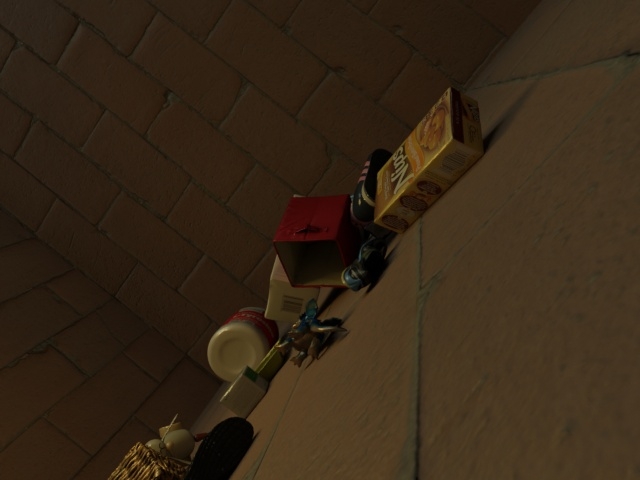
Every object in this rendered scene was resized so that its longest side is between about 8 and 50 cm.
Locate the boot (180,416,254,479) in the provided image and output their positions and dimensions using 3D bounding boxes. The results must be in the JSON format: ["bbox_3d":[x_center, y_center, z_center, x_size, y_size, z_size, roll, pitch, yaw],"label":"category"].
[{"bbox_3d":[-0.241,0.481,1.052,0.246,0.084,0.161,-50,-6,-37],"label":"boot"}]

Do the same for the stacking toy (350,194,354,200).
[{"bbox_3d":[0.126,-0.038,2.221,0.175,0.166,0.301,-36,21,36],"label":"stacking toy"}]

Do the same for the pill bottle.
[{"bbox_3d":[-0.290,0.397,2.060,0.229,0.229,0.407,-51,1,6],"label":"pill bottle"}]

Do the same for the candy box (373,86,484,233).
[{"bbox_3d":[0.244,-0.179,1.214,0.316,0.088,0.182,-49,24,47],"label":"candy box"}]

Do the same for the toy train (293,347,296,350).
[{"bbox_3d":[-0.057,0.289,1.494,0.083,0.017,0.023,-52,-9,-50],"label":"toy train"}]

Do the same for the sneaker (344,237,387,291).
[{"bbox_3d":[0.120,0.051,1.164,0.078,0.067,0.188,-25,14,34],"label":"sneaker"}]

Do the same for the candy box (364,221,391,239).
[{"bbox_3d":[0.238,-0.123,1.504,0.233,0.071,0.159,-51,2,38],"label":"candy box"}]

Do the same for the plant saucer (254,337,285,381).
[{"bbox_3d":[-0.169,0.402,1.585,0.188,0.045,0.188,-51,1,0],"label":"plant saucer"}]

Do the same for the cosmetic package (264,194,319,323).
[{"bbox_3d":[-0.062,0.058,1.693,0.217,0.157,0.384,104,177,-45],"label":"cosmetic package"}]

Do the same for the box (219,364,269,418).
[{"bbox_3d":[-0.210,0.423,1.438,0.102,0.087,0.101,-50,1,0],"label":"box"}]

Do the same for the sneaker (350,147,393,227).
[{"bbox_3d":[0.149,-0.156,1.475,0.131,0.112,0.319,-55,2,37],"label":"sneaker"}]

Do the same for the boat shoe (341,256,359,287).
[{"bbox_3d":[0.097,0.070,1.303,0.049,0.056,0.152,-57,-3,32],"label":"boat shoe"}]

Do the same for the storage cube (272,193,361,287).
[{"bbox_3d":[0.000,0.000,1.449,0.193,0.184,0.214,-72,-27,-44],"label":"storage cube"}]

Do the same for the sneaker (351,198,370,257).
[{"bbox_3d":[0.111,-0.035,1.690,0.321,0.126,0.127,107,-171,-70],"label":"sneaker"}]

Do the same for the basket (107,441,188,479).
[{"bbox_3d":[-0.429,0.694,1.249,0.214,0.223,0.299,11,56,51],"label":"basket"}]

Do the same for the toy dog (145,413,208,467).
[{"bbox_3d":[-0.472,0.690,1.728,0.161,0.219,0.334,-20,4,-8],"label":"toy dog"}]

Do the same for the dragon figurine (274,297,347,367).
[{"bbox_3d":[-0.012,0.185,1.120,0.144,0.085,0.289,-52,0,-37],"label":"dragon figurine"}]
